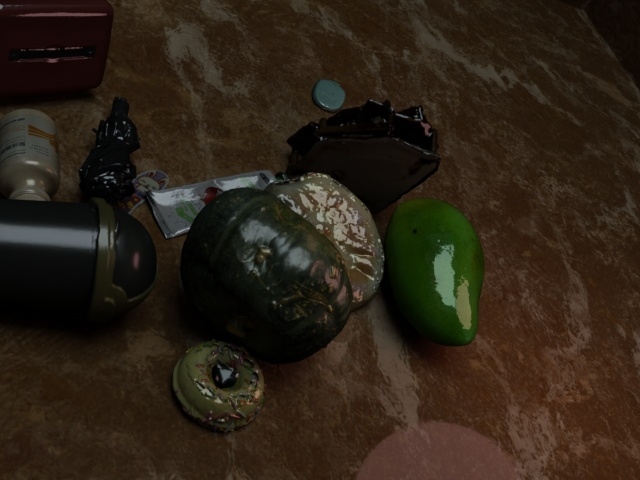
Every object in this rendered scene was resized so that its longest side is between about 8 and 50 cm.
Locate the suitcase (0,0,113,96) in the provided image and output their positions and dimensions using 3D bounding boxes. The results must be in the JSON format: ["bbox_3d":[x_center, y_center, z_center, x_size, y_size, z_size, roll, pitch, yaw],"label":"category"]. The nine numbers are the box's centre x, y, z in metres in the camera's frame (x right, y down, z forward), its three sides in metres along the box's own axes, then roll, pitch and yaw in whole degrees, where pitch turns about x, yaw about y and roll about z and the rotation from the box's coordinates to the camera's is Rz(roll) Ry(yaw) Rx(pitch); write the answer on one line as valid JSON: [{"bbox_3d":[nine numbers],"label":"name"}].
[{"bbox_3d":[-0.599,-0.428,1.685,0.297,0.236,0.161,-18,49,-43],"label":"suitcase"}]

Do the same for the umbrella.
[{"bbox_3d":[-0.431,-0.198,1.667,0.118,0.118,0.340,15,36,-20],"label":"umbrella"}]

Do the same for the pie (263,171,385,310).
[{"bbox_3d":[0.000,0.000,1.728,0.337,0.075,0.338,13,59,-21],"label":"pie"}]

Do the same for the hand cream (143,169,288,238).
[{"bbox_3d":[-0.212,-0.090,1.729,0.336,0.076,0.121,-17,61,-36],"label":"hand cream"}]

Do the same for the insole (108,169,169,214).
[{"bbox_3d":[-0.378,-0.100,1.665,0.065,0.004,0.197,35,39,3],"label":"insole"}]

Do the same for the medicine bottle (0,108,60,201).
[{"bbox_3d":[-0.545,-0.128,1.497,0.114,0.114,0.252,7,46,-28],"label":"medicine bottle"}]

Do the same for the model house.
[{"bbox_3d":[0.116,-0.258,1.949,0.297,0.317,0.283,36,41,-16],"label":"model house"}]

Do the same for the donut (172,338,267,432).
[{"bbox_3d":[-0.171,0.245,1.392,0.174,0.068,0.175,18,41,-16],"label":"donut"}]

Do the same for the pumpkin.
[{"bbox_3d":[-0.095,0.065,1.458,0.327,0.292,0.257,27,57,12],"label":"pumpkin"}]

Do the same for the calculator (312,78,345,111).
[{"bbox_3d":[0.024,-0.410,2.244,0.095,0.021,0.153,27,42,-8],"label":"calculator"}]

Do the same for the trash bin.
[{"bbox_3d":[-0.434,0.027,1.334,0.333,0.214,0.214,8,45,-22],"label":"trash bin"}]

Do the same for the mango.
[{"bbox_3d":[0.257,0.069,1.758,0.225,0.201,0.382,20,42,-31],"label":"mango"}]
